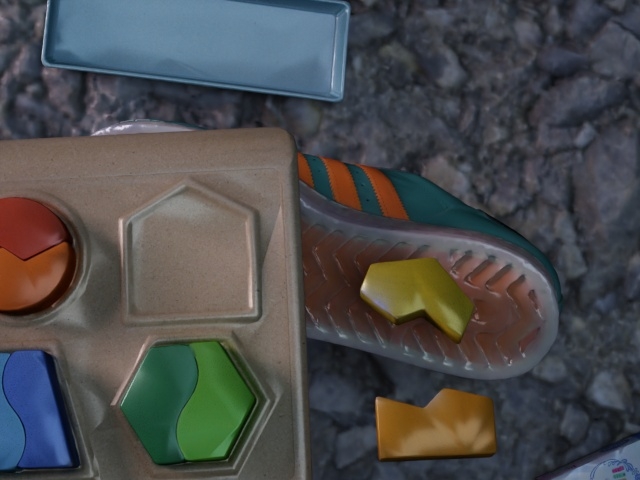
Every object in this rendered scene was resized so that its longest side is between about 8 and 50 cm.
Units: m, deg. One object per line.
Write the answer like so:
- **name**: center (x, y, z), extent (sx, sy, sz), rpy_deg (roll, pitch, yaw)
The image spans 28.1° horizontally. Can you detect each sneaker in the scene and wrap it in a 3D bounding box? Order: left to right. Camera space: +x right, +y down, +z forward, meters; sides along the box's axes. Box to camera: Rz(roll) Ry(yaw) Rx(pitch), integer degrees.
- **sneaker**: center (0.000, 0.000, 0.788), extent (0.302, 0.121, 0.108), rpy_deg (20, 105, 6)

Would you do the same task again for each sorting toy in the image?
- **sorting toy**: center (-0.066, 0.044, 0.675), extent (0.307, 0.041, 0.229), rpy_deg (-3, 74, 0)

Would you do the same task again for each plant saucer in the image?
- **plant saucer**: center (-0.077, -0.130, 0.811), extent (0.192, 0.018, 0.067), rpy_deg (6, 86, -14)

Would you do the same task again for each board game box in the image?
- **board game box**: center (0.201, 0.185, 0.859), extent (0.090, 0.020, 0.090), rpy_deg (-20, 92, -14)

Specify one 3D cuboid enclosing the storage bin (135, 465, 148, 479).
- **storage bin**: center (-0.106, 0.188, 0.732), extent (0.084, 0.122, 0.180), rpy_deg (36, 80, -9)
